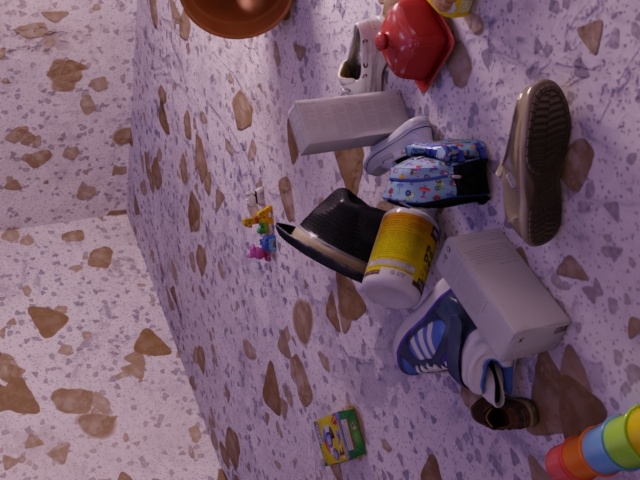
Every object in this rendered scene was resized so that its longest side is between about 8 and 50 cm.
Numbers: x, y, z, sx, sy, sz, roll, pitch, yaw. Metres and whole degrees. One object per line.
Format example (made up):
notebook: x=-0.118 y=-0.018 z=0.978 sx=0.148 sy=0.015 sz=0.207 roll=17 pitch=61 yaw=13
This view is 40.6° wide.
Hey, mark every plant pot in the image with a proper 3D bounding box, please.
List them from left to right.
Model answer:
plant pot: x=-0.215 y=-0.687 z=2.179 sx=0.291 sy=0.290 sz=0.203 roll=106 pitch=162 yaw=-44

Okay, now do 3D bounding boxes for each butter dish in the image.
butter dish: x=0.158 y=-0.378 z=1.629 sx=0.160 sy=0.118 sz=0.160 roll=70 pitch=153 yaw=23

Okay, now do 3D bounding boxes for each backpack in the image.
backpack: x=0.200 y=-0.118 z=1.569 sx=0.158 sy=0.173 sz=0.117 roll=-159 pitch=62 yaw=-64

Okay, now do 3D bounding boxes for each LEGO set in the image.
LEGO set: x=-0.193 y=-0.040 z=2.572 sx=0.087 sy=0.093 sz=0.227 roll=14 pitch=112 yaw=64

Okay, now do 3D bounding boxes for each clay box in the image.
clay box: x=0.044 y=0.531 z=2.318 sx=0.222 sy=0.053 sz=0.127 roll=-44 pitch=59 yaw=61

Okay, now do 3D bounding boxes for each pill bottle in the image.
pill bottle: x=0.162 y=0.018 z=1.683 sx=0.117 sy=0.117 sz=0.215 roll=-47 pitch=21 yaw=61

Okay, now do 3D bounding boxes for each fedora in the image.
fedora: x=0.066 y=-0.019 z=1.835 sx=0.152 sy=0.334 sz=0.334 roll=-63 pitch=32 yaw=5

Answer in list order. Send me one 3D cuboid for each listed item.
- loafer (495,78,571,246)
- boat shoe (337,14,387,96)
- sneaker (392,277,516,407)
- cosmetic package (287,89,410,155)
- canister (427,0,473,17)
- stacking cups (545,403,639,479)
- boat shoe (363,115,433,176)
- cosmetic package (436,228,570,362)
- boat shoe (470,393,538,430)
loafer: x=0.328 y=-0.124 z=1.371 sx=0.092 sy=0.102 sz=0.269 roll=30 pitch=127 yaw=53
boat shoe: x=0.078 y=-0.350 z=1.843 sx=0.098 sy=0.096 sz=0.277 roll=56 pitch=147 yaw=41
sneaker: x=0.256 y=0.234 z=1.633 sx=0.323 sy=0.130 sz=0.236 roll=-64 pitch=38 yaw=45
cosmetic package: x=0.061 y=-0.239 z=1.749 sx=0.060 sy=0.239 sz=0.099 roll=135 pitch=122 yaw=-62
canister: x=0.232 y=-0.484 z=1.479 sx=0.170 sy=0.073 sz=0.126 roll=103 pitch=148 yaw=-44
stacking cups: x=0.449 y=0.309 z=1.310 sx=0.316 sy=0.096 sz=0.096 roll=122 pitch=133 yaw=-63
boat shoe: x=0.155 y=-0.169 z=1.759 sx=0.226 sy=0.083 sz=0.076 roll=136 pitch=122 yaw=-61
cosmetic package: x=0.308 y=0.089 z=1.482 sx=0.085 sy=0.117 sz=0.231 roll=104 pitch=148 yaw=-44
boat shoe: x=0.325 y=0.319 z=1.598 sx=0.178 sy=0.060 sz=0.064 roll=161 pitch=98 yaw=-66
